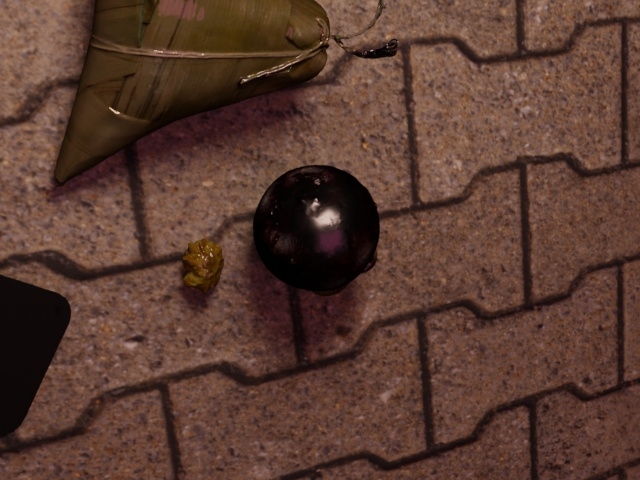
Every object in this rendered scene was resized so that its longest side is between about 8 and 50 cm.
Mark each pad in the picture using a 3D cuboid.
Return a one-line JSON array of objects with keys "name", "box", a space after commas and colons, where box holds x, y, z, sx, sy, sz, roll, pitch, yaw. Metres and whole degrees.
[{"name": "pad", "box": [-0.587, 0.164, 1.160, 0.375, 0.063, 0.315, 26, 89, -38]}]

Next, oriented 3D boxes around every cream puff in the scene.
[{"name": "cream puff", "box": [-0.186, 0.042, 1.297, 0.083, 0.058, 0.083, 35, 84, -29]}]

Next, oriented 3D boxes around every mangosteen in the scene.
[{"name": "mangosteen", "box": [0.000, 0.000, 1.310, 0.211, 0.211, 0.250, -33, 143, -15]}]

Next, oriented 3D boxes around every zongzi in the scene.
[{"name": "zongzi", "box": [-0.145, -0.231, 1.211, 0.446, 0.181, 0.418, 12, 111, -30]}]
